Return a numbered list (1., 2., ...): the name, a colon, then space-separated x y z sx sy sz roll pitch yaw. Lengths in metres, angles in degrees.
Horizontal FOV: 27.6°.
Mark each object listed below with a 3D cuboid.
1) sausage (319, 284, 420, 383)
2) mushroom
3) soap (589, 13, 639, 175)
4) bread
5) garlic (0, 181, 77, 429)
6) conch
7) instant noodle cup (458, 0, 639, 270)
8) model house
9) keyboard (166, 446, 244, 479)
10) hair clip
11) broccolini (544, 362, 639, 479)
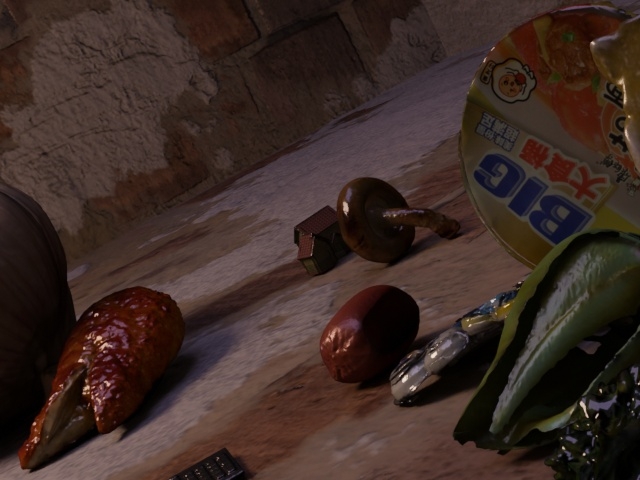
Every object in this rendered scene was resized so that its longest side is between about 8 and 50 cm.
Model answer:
1. sausage: 0.037 0.071 0.998 0.054 0.059 0.094 -43 -2 42
2. mushroom: 0.078 -0.013 1.350 0.130 0.072 0.088 16 46 12
3. soap: 0.305 -0.089 0.740 0.199 0.091 0.315 -19 -13 31
4. bread: -0.210 0.120 1.289 0.139 0.095 0.269 -30 11 20
5. garlic: -0.385 0.086 1.390 0.241 0.322 0.322 -4 15 14
6. conch: 0.157 0.049 0.758 0.095 0.079 0.200 -2 39 37
7. instant noodle cup: 0.228 -0.080 0.972 0.205 0.205 0.153 -18 2 40
8. model house: 0.000 0.000 1.494 0.083 0.058 0.057 -32 12 -36
9. keyboard: -0.148 0.203 0.911 0.202 0.011 0.067 -28 10 -11
10. hair clip: 0.129 0.059 0.892 0.172 0.049 0.116 -30 -8 31
11. broccolini: 0.126 0.109 0.534 0.091 0.068 0.202 -1 20 22
